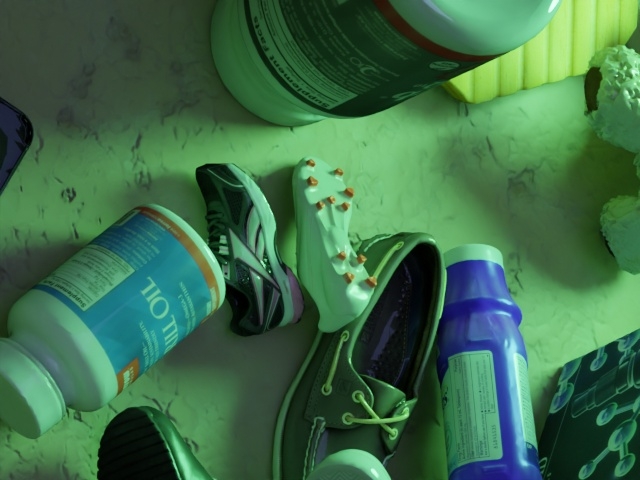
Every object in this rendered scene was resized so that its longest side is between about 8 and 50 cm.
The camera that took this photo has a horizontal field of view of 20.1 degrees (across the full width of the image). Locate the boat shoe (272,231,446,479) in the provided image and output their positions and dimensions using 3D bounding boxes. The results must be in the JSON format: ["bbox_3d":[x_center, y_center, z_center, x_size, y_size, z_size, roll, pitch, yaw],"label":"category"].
[{"bbox_3d":[0.043,0.142,1.754,0.117,0.097,0.324,27,69,-23],"label":"boat shoe"}]

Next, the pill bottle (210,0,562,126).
[{"bbox_3d":[0.050,-0.231,1.675,0.210,0.363,0.210,6,77,-28],"label":"pill bottle"}]

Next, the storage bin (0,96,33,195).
[{"bbox_3d":[-0.350,-0.055,1.581,0.122,0.084,0.180,35,65,-19],"label":"storage bin"}]

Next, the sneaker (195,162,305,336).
[{"bbox_3d":[-0.081,0.011,1.726,0.077,0.072,0.178,-27,93,-29],"label":"sneaker"}]

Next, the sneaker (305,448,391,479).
[{"bbox_3d":[0.059,0.276,1.680,0.169,0.108,0.292,-56,145,-49],"label":"sneaker"}]

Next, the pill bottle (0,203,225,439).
[{"bbox_3d":[-0.201,0.076,1.616,0.221,0.124,0.124,-41,101,-28],"label":"pill bottle"}]

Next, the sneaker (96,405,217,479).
[{"bbox_3d":[-0.094,0.296,1.652,0.146,0.122,0.330,-23,91,-49],"label":"sneaker"}]

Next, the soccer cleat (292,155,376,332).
[{"bbox_3d":[0.000,0.000,1.761,0.068,0.076,0.196,16,42,-33],"label":"soccer cleat"}]

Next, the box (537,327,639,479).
[{"bbox_3d":[0.400,0.221,1.735,0.212,0.395,0.293,38,49,-16],"label":"box"}]

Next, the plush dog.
[{"bbox_3d":[0.408,-0.116,1.946,0.225,0.211,0.262,-59,141,-54],"label":"plush dog"}]

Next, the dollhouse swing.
[{"bbox_3d":[0.292,-0.312,1.814,0.347,0.315,0.305,-18,102,-36],"label":"dollhouse swing"}]

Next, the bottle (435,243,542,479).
[{"bbox_3d":[0.162,0.141,1.792,0.092,0.118,0.282,-5,61,3],"label":"bottle"}]
